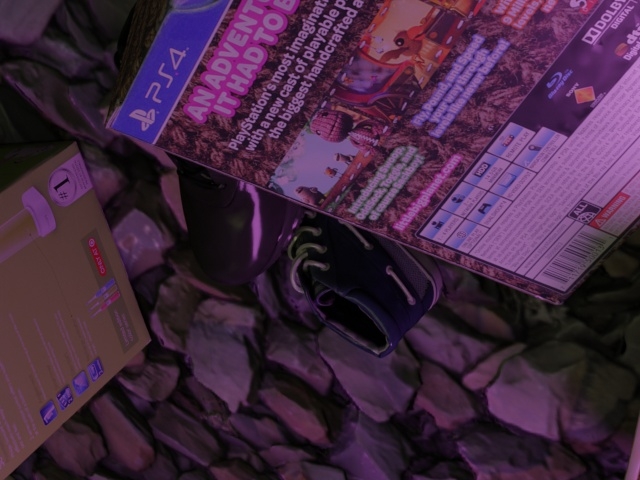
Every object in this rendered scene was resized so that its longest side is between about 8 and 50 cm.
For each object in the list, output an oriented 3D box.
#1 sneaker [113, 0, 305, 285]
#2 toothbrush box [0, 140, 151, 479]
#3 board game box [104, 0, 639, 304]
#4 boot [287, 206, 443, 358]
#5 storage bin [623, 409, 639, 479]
[{"bbox_3d":[-0.082,-0.101,0.827,0.109,0.130,0.286,12,114,35],"label":"sneaker"},{"bbox_3d":[-0.293,0.070,1.000,0.122,0.283,0.206,0,120,32],"label":"toothbrush box"},{"bbox_3d":[0.068,-0.128,0.652,0.291,0.141,0.232,21,133,-17],"label":"board game box"},{"bbox_3d":[0.000,0.000,0.897,0.190,0.086,0.069,38,132,6],"label":"boot"},{"bbox_3d":[0.316,0.160,0.735,0.260,0.123,0.262,13,134,16],"label":"storage bin"}]
